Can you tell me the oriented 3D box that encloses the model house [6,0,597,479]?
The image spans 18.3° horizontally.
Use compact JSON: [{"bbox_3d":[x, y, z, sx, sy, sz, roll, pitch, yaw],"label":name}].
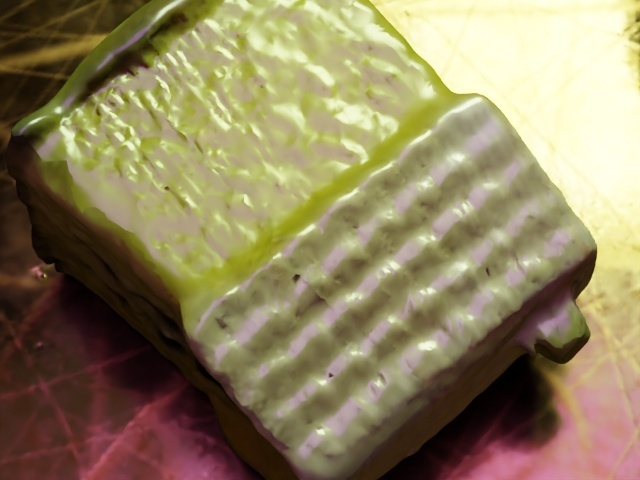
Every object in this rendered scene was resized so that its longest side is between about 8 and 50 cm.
[{"bbox_3d":[0.000,0.000,0.939,0.193,0.175,0.234,-40,68,-14],"label":"model house"}]
